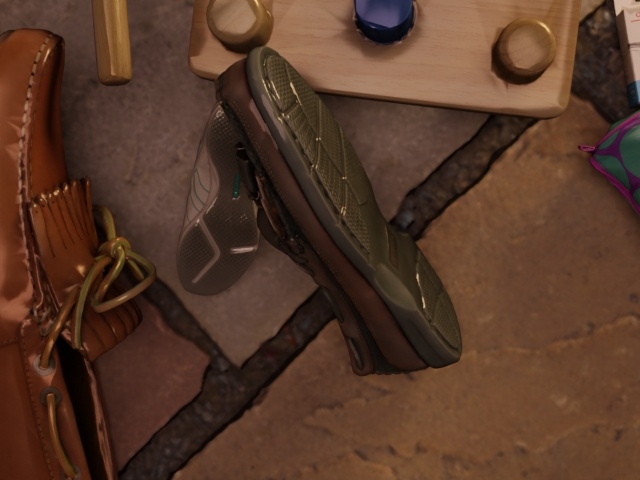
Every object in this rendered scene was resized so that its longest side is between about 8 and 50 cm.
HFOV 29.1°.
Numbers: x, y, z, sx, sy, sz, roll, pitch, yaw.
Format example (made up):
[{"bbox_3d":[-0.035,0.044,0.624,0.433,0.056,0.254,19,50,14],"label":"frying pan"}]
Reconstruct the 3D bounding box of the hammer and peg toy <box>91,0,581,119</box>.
[{"bbox_3d":[-0.003,-0.218,0.815,0.361,0.127,0.266,6,91,3],"label":"hammer and peg toy"}]

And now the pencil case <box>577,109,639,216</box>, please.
[{"bbox_3d":[0.243,-0.017,0.834,0.070,0.064,0.151,-31,88,4],"label":"pencil case"}]

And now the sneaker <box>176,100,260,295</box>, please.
[{"bbox_3d":[-0.066,-0.034,0.855,0.054,0.061,0.152,10,110,-14],"label":"sneaker"}]

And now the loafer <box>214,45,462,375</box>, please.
[{"bbox_3d":[0.000,0.000,0.781,0.084,0.096,0.267,-23,126,20],"label":"loafer"}]

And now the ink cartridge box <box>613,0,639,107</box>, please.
[{"bbox_3d":[0.234,-0.138,0.852,0.048,0.028,0.083,-10,89,2],"label":"ink cartridge box"}]

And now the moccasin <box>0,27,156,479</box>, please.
[{"bbox_3d":[-0.173,0.052,0.813,0.147,0.139,0.380,-1,90,1],"label":"moccasin"}]
